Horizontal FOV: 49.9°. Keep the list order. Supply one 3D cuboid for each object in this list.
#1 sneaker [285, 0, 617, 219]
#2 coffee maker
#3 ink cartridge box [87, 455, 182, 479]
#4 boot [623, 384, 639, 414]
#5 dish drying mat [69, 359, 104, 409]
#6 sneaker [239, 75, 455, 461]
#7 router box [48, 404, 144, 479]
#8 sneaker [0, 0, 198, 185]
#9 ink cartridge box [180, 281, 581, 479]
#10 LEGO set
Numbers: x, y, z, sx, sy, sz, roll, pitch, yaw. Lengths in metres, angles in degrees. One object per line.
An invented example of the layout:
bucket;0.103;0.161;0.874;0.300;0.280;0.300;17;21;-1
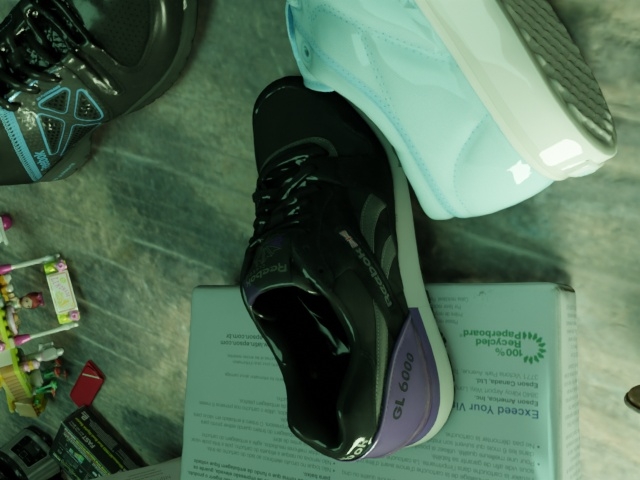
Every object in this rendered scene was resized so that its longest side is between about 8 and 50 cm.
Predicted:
sneaker;0.015;-0.166;0.412;0.150;0.135;0.366;-32;91;36
coffee maker;-0.456;0.356;0.929;0.171;0.178;0.120;-36;87;36
ink cartridge box;-0.156;0.443;0.724;0.272;0.130;0.310;46;137;52
boot;0.243;0.058;0.424;0.106;0.037;0.114;-3;113;21
dish drying mat;-0.289;0.181;0.849;0.032;0.008;0.083;44;128;8
sneaker;0.000;0.000;0.456;0.107;0.124;0.283;-30;68;28
router box;-0.281;0.278;0.865;0.122;0.038;0.092;43;131;8
sneaker;-0.226;-0.139;0.580;0.341;0.139;0.125;-40;85;37
ink cartridge box;0.028;0.198;0.527;0.324;0.071;0.330;-2;83;34
LEGO set;-0.337;0.107;0.814;0.132;0.107;0.287;-137;37;-56
